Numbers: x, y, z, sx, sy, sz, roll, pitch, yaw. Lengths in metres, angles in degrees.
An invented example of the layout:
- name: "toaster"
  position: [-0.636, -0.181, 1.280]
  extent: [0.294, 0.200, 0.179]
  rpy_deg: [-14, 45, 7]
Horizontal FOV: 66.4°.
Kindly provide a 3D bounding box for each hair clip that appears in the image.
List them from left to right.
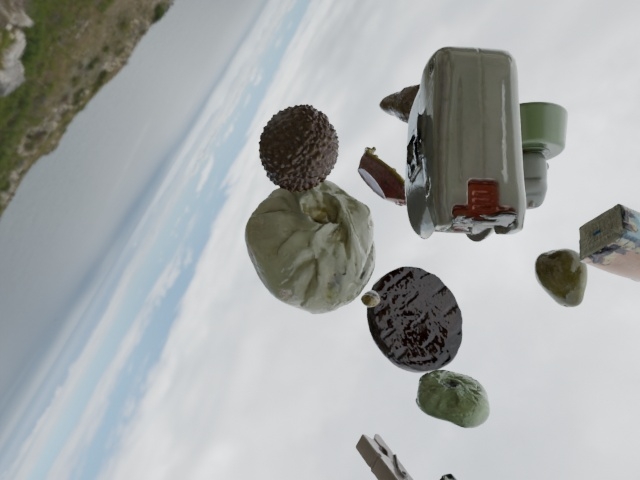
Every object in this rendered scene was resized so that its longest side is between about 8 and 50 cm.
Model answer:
- name: "hair clip"
  position: [0.240, 0.773, 1.617]
  extent: [0.331, 0.101, 0.085]
  rpy_deg: [44, -66, 54]

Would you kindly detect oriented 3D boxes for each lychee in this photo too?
- name: "lychee"
  position: [-0.050, -0.204, 1.108]
  extent: [0.200, 0.200, 0.238]
  rpy_deg: [-66, -165, -20]

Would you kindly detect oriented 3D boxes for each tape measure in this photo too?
- name: "tape measure"
  position: [0.190, -0.119, 0.697]
  extent: [0.265, 0.130, 0.258]
  rpy_deg: [102, -10, -78]

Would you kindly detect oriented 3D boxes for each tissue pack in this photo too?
- name: "tissue pack"
  position: [0.383, 0.005, 0.608]
  extent: [0.074, 0.094, 0.059]
  rpy_deg: [124, -17, -56]

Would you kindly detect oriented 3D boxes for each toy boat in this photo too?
- name: "toy boat"
  position: [0.188, -0.186, 1.435]
  extent: [0.099, 0.141, 0.318]
  rpy_deg: [-27, -137, -6]

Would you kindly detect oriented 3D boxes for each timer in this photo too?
- name: "timer"
  position: [0.670, -0.254, 1.619]
  extent: [0.290, 0.290, 0.316]
  rpy_deg: [160, -68, -63]

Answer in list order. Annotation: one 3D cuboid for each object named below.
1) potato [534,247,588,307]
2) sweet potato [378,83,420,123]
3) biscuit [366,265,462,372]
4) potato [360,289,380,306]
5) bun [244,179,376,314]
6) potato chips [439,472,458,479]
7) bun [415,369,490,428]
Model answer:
- name: "potato"
  position: [0.781, 0.121, 1.581]
  extent: [0.157, 0.157, 0.194]
  rpy_deg: [-29, -109, 57]
- name: "sweet potato"
  position: [0.237, -0.295, 1.112]
  extent: [0.341, 0.092, 0.114]
  rpy_deg: [47, -38, 44]
- name: "biscuit"
  position: [0.352, 0.297, 1.849]
  extent: [0.091, 0.407, 0.408]
  rpy_deg: [-45, -158, 57]
- name: "potato"
  position: [0.147, 0.169, 1.421]
  extent: [0.083, 0.051, 0.040]
  rpy_deg: [-13, 125, -65]
- name: "bun"
  position: [0.000, 0.000, 1.252]
  extent: [0.219, 0.365, 0.365]
  rpy_deg: [-39, -153, 59]
- name: "potato chips"
  position: [0.420, 0.825, 1.351]
  extent: [0.429, 0.070, 0.359]
  rpy_deg: [126, -55, -70]
- name: "bun"
  position: [0.394, 0.455, 1.444]
  extent: [0.221, 0.221, 0.108]
  rpy_deg: [-131, -132, -71]
